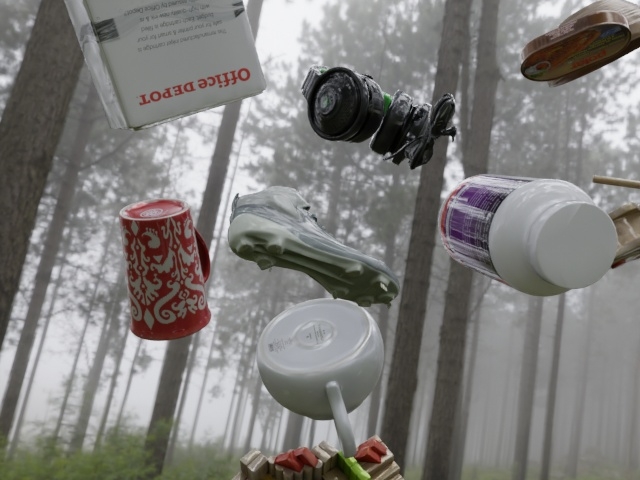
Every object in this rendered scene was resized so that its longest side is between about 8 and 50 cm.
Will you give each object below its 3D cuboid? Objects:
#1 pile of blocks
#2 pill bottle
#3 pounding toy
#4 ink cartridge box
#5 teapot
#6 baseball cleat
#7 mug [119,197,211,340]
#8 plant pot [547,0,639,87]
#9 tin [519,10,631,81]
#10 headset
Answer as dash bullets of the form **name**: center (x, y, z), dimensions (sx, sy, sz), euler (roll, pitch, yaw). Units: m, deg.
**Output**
- **pile of blocks**: center (-0.007, 0.474, 1.236), dimensions (0.363, 0.148, 0.112), euler (-6, -52, -10)
- **pill bottle**: center (0.328, -0.014, 1.006), dimensions (0.182, 0.181, 0.323), euler (13, 6, -11)
- **pounding toy**: center (0.539, -0.029, 1.155), dimensions (0.270, 0.154, 0.154), euler (-30, -22, 16)
- **ink cartridge box**: center (-0.167, -0.236, 0.627), dimensions (0.160, 0.219, 0.093), euler (-23, 19, -27)
- **teapot**: center (0.010, 0.245, 1.148), dimensions (0.253, 0.256, 0.187), euler (8, -54, 34)
- **baseball cleat**: center (0.000, 0.000, 0.662), dimensions (0.206, 0.109, 0.072), euler (24, -47, -27)
- **mug**: center (-0.216, 0.029, 0.852), dimensions (0.113, 0.169, 0.150), euler (-5, 22, -5)
- **plant pot**: center (0.559, -0.415, 1.251), dimensions (0.238, 0.109, 0.237), euler (-25, -2, -1)
- **tin**: center (0.451, -0.344, 1.099), dimensions (0.190, 0.040, 0.106), euler (-17, -31, 38)
- **headset**: center (0.112, -0.244, 1.112), dimensions (0.244, 0.185, 0.394), euler (16, 27, -26)
